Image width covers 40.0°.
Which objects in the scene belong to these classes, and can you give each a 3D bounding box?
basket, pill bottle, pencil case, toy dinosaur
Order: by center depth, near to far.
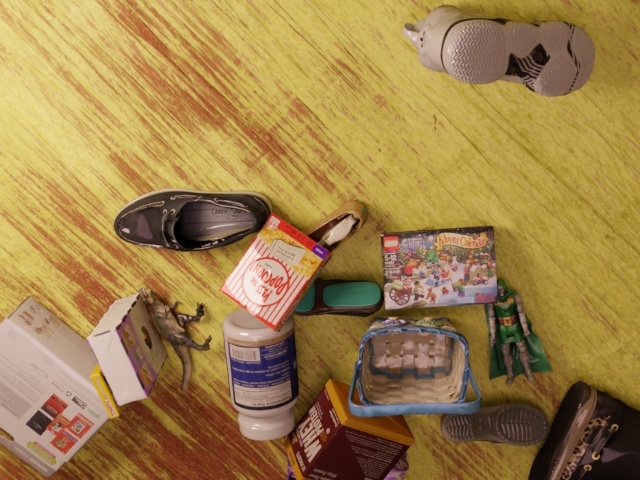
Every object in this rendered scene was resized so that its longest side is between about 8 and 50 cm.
[{"bbox_3d":[0.183,0.270,1.790,0.254,0.289,0.201,-1,114,2],"label":"basket"},{"bbox_3d":[-0.125,0.285,1.893,0.153,0.153,0.265,-1,110,5],"label":"pill bottle"},{"bbox_3d":[-0.303,0.202,1.929,0.118,0.064,0.268,-15,110,16],"label":"toy dinosaur"},{"bbox_3d":[0.126,0.572,2.012,0.088,0.086,0.206,33,110,29],"label":"pencil case"}]

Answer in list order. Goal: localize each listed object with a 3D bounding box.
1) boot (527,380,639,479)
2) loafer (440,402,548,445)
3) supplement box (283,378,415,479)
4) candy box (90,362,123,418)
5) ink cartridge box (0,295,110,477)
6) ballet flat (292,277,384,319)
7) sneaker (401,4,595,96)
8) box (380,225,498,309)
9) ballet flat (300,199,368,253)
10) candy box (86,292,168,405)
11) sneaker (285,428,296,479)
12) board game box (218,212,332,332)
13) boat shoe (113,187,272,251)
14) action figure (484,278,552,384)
[{"bbox_3d":[0.626,0.514,1.930,0.284,0.138,0.378,17,104,-2],"label":"boot"},{"bbox_3d":[0.379,0.401,1.941,0.251,0.087,0.095,5,84,-9],"label":"loafer"},{"bbox_3d":[0.060,0.436,1.910,0.191,0.129,0.194,23,111,-29],"label":"supplement box"},{"bbox_3d":[-0.439,0.287,1.889,0.027,0.206,0.105,-17,108,6],"label":"candy box"},{"bbox_3d":[-0.627,0.330,1.959,0.309,0.130,0.272,42,108,-10],"label":"ink cartridge box"},{"bbox_3d":[-0.008,0.126,1.856,0.280,0.095,0.096,8,154,-1],"label":"ballet flat"},{"bbox_3d":[0.332,-0.364,1.644,0.365,0.210,0.138,-2,114,-32],"label":"sneaker"},{"bbox_3d":[0.244,0.056,1.819,0.232,0.044,0.159,-4,93,6],"label":"box"},{"bbox_3d":[0.000,0.000,1.824,0.232,0.073,0.080,-41,104,16],"label":"ballet flat"},{"bbox_3d":[-0.405,0.227,1.870,0.070,0.196,0.165,-18,107,9],"label":"candy box"},{"bbox_3d":[-0.048,0.506,2.008,0.068,0.071,0.170,-1,109,5],"label":"sneaker"},{"bbox_3d":[-0.090,0.065,1.778,0.146,0.045,0.194,34,88,17],"label":"board game box"},{"bbox_3d":[-0.272,-0.034,1.812,0.339,0.113,0.127,0,109,4],"label":"boat shoe"},{"bbox_3d":[0.403,0.191,1.871,0.137,0.063,0.232,-13,104,12],"label":"action figure"}]
